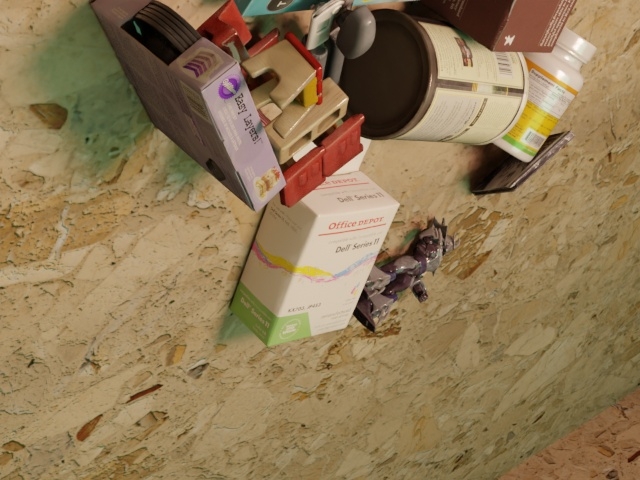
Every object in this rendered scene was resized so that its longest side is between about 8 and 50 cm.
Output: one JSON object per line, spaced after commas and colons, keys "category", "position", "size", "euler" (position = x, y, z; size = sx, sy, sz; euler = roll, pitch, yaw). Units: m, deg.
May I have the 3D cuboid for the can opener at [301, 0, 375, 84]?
{"category": "can opener", "position": [0.013, -0.274, 1.709], "size": [0.074, 0.093, 0.280], "euler": [-31, 172, -14]}

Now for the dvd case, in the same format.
{"category": "dvd case", "position": [0.392, -0.149, 2.291], "size": [0.164, 0.018, 0.221], "euler": [-42, -171, -9]}

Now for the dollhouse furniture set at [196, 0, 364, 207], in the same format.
{"category": "dollhouse furniture set", "position": [-0.055, -0.214, 1.574], "size": [0.152, 0.201, 0.374], "euler": [-39, 166, -12]}

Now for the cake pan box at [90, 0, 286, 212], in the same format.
{"category": "cake pan box", "position": [-0.171, -0.190, 1.524], "size": [0.070, 0.246, 0.267], "euler": [-43, 146, -15]}

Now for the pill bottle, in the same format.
{"category": "pill bottle", "position": [0.403, -0.282, 2.182], "size": [0.136, 0.136, 0.245], "euler": [15, 113, -54]}

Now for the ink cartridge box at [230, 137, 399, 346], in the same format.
{"category": "ink cartridge box", "position": [0.000, 0.000, 2.030], "size": [0.207, 0.119, 0.353], "euler": [-10, 132, -43]}

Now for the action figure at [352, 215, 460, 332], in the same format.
{"category": "action figure", "position": [0.177, 0.060, 2.321], "size": [0.285, 0.099, 0.185], "euler": [-30, 138, -30]}

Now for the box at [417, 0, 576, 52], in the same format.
{"category": "box", "position": [0.282, -0.415, 1.844], "size": [0.167, 0.203, 0.168], "euler": [-8, 131, -45]}

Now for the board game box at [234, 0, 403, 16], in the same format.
{"category": "board game box", "position": [0.064, -0.422, 1.593], "size": [0.336, 0.079, 0.254], "euler": [-14, 160, -36]}

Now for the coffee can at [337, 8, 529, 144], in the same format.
{"category": "coffee can", "position": [0.180, -0.257, 1.892], "size": [0.275, 0.201, 0.201], "euler": [-2, 126, -48]}
